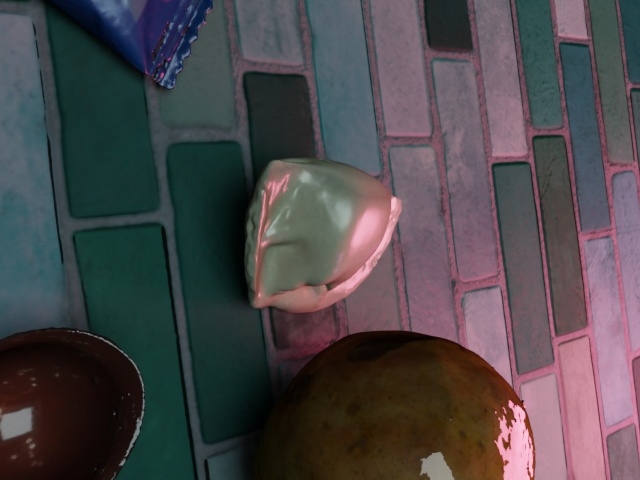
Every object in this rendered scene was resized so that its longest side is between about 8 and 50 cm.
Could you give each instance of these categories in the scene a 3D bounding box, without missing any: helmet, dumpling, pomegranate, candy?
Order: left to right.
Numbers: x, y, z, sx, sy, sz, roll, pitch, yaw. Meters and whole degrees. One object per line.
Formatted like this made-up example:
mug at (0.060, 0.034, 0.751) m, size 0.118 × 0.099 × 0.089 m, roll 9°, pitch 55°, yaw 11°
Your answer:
helmet at (-0.243, 0.149, 0.503) m, size 0.175 × 0.106 × 0.155 m, roll -41°, pitch 107°, yaw -32°
candy at (-0.239, -0.308, 0.561) m, size 0.331 × 0.077 × 0.187 m, roll 30°, pitch 78°, yaw -27°
dumpling at (0.000, 0.000, 0.680) m, size 0.252 × 0.131 × 0.179 m, roll 1°, pitch 106°, yaw -54°
pomegranate at (0.071, 0.226, 0.606) m, size 0.281 × 0.281 × 0.281 m, roll 3°, pitch 85°, yaw -33°
